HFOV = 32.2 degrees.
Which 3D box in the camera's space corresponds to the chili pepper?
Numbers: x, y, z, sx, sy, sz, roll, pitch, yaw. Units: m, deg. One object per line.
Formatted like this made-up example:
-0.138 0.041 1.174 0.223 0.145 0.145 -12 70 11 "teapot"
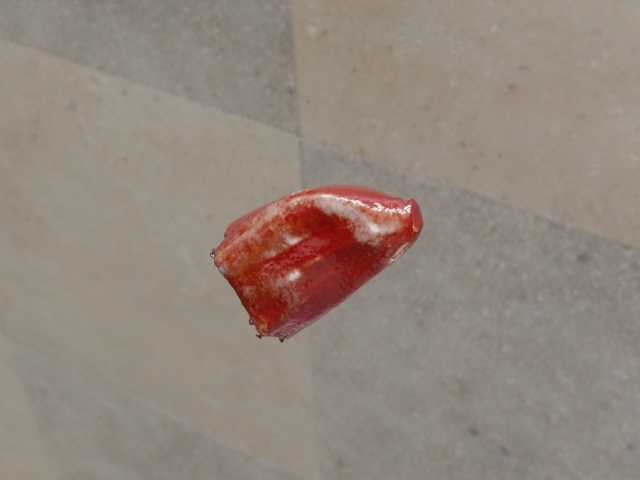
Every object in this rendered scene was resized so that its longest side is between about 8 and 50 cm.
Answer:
0.000 0.000 1.214 0.252 0.136 0.144 -32 60 34 "chili pepper"
